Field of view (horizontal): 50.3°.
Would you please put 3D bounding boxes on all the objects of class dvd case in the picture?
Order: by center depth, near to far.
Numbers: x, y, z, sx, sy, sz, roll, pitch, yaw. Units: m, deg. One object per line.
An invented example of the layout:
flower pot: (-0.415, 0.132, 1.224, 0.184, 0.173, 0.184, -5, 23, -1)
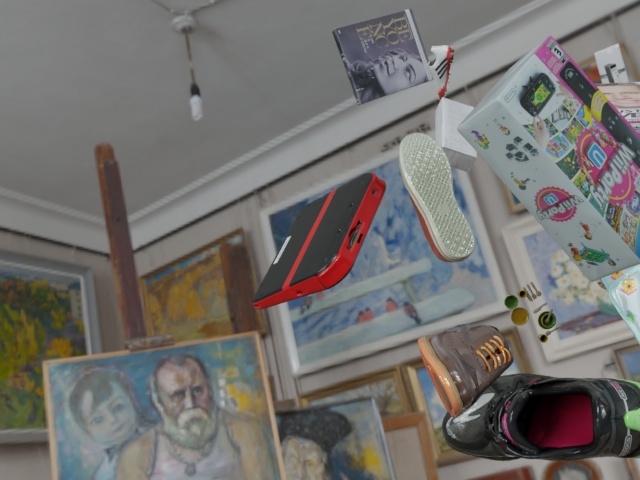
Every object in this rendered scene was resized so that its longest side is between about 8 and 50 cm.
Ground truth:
dvd case: (0.141, -0.399, 1.472, 0.221, 0.165, 0.018, -24, 8, -31)

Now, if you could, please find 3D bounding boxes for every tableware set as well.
tableware set: (0.546, 0.192, 1.756, 0.104, 0.154, 0.024, -33, 4, 1)

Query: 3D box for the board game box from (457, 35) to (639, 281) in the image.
board game box: (0.374, -0.126, 1.015, 0.224, 0.303, 0.097, -47, 7, -37)

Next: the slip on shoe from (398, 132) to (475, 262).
slip on shoe: (0.260, -0.097, 1.591, 0.122, 0.332, 0.101, -16, -15, -13)

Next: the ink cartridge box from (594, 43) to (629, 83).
ink cartridge box: (0.683, -0.383, 1.588, 0.056, 0.135, 0.099, -15, 9, 26)

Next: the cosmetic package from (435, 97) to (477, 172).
cosmetic package: (0.363, -0.289, 1.847, 0.098, 0.239, 0.060, 18, -46, -7)

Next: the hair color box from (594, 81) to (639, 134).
hair color box: (0.596, -0.219, 1.334, 0.173, 0.347, 0.105, -1, -64, 6)

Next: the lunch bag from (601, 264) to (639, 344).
lunch bag: (0.659, 0.069, 1.278, 0.160, 0.262, 0.223, 41, -63, -19)

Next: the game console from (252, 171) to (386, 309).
game console: (0.000, 0.000, 1.792, 0.060, 0.387, 0.342, 43, -41, -19)

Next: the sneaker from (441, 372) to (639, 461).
sneaker: (0.400, 0.335, 1.322, 0.202, 0.185, 0.482, 13, -24, -32)

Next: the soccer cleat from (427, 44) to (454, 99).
soccer cleat: (0.169, -0.240, 0.973, 0.035, 0.029, 0.083, 10, -44, 10)

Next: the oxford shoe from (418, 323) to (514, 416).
oxford shoe: (0.252, 0.195, 1.155, 0.132, 0.130, 0.363, -24, -1, 13)

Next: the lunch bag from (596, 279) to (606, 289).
lunch bag: (0.847, 0.020, 1.772, 0.292, 0.258, 0.120, -13, -31, 14)
